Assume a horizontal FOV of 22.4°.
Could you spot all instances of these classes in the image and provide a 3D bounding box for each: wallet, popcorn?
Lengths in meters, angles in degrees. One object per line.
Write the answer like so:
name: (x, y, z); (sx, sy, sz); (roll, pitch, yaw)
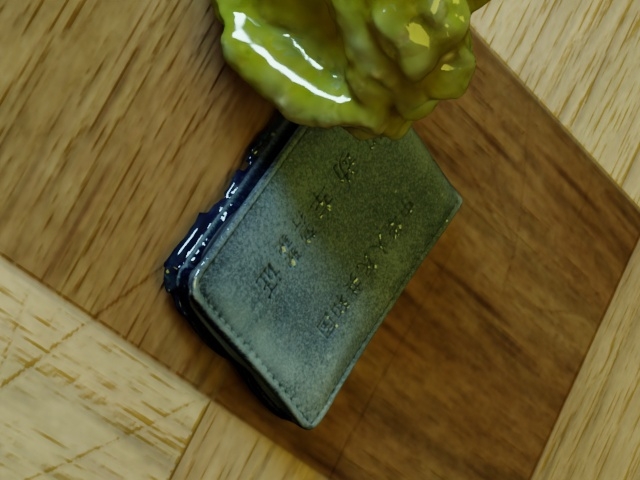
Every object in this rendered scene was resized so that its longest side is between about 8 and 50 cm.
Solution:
wallet: (0.002, 0.000, 1.075); (0.222, 0.036, 0.167); (-54, 128, -23)
popcorn: (0.026, -0.157, 0.978); (0.156, 0.198, 0.197); (-25, 113, -40)
